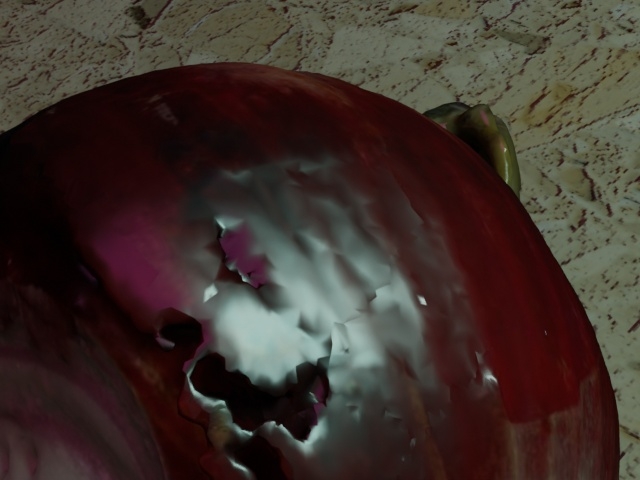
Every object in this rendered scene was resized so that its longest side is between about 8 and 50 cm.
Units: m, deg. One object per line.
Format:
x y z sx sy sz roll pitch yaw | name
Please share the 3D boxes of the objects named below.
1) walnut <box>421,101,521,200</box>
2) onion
0.000 0.010 0.786 0.238 0.141 0.204 11 58 24 | walnut
-0.026 0.093 0.543 0.341 0.341 0.341 -8 41 7 | onion
